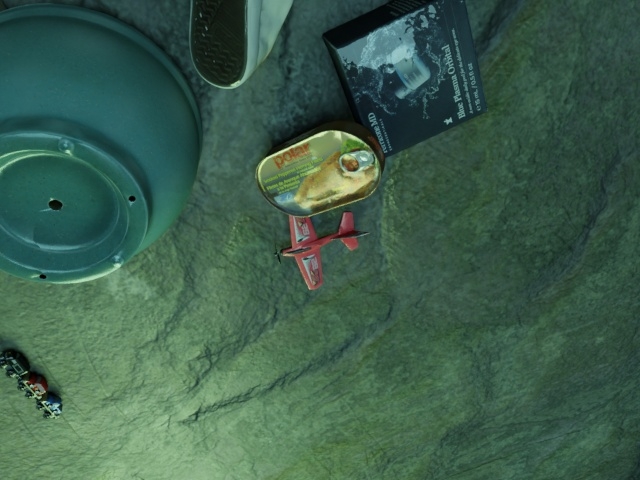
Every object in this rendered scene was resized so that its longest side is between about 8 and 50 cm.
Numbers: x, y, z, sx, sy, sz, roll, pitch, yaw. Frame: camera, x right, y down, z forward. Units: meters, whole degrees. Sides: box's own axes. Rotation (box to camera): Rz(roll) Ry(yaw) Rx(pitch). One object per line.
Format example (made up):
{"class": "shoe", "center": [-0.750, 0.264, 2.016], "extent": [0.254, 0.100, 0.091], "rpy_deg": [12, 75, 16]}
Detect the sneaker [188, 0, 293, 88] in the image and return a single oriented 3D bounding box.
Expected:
{"class": "sneaker", "center": [-0.071, -0.312, 0.498], "extent": [0.105, 0.123, 0.290], "rpy_deg": [25, 130, 5]}

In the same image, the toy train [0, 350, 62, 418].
{"class": "toy train", "center": [-0.470, 0.239, 0.809], "extent": [0.036, 0.027, 0.158], "rpy_deg": [-24, 123, -10]}

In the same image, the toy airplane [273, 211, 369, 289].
{"class": "toy airplane", "center": [0.000, 0.000, 0.763], "extent": [0.151, 0.028, 0.151], "rpy_deg": [-5, 117, -9]}

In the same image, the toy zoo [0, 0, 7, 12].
{"class": "toy zoo", "center": [-0.478, -0.324, 0.455], "extent": [0.192, 0.030, 0.293], "rpy_deg": [-22, 124, 1]}

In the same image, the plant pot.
{"class": "plant pot", "center": [-0.274, -0.078, 0.538], "extent": [0.292, 0.196, 0.293], "rpy_deg": [-8, 129, -10]}

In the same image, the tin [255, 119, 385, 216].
{"class": "tin", "center": [-0.003, -0.092, 0.649], "extent": [0.189, 0.040, 0.106], "rpy_deg": [-15, 127, 37]}

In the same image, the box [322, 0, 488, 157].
{"class": "box", "center": [0.107, -0.210, 0.619], "extent": [0.158, 0.093, 0.156], "rpy_deg": [-24, 123, 4]}
